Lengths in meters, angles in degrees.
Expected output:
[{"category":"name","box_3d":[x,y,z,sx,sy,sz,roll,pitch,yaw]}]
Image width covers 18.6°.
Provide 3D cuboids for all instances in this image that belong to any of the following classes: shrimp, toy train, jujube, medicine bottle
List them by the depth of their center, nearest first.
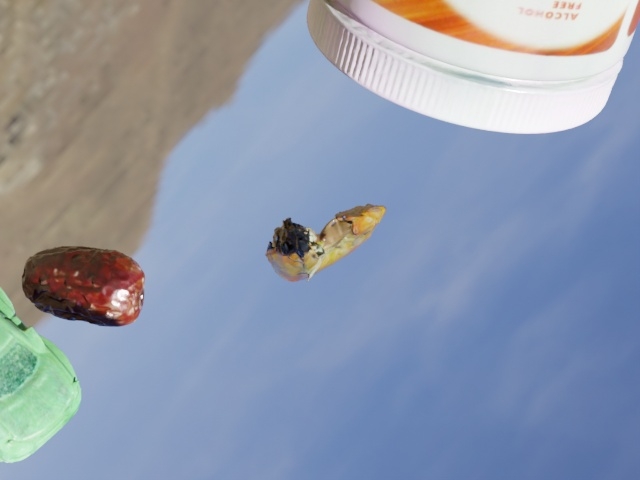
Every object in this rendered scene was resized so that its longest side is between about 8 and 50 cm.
[{"category":"toy train","box_3d":[-0.228,0.072,1.281,0.099,0.149,0.081,-42,166,-29]},{"category":"medicine bottle","box_3d":[0.136,-0.244,1.489,0.252,0.252,0.241,-62,169,-58]},{"category":"jujube","box_3d":[-0.234,0.042,1.929,0.077,0.129,0.077,10,90,-70]},{"category":"shrimp","box_3d":[0.000,0.000,2.254,0.150,0.068,0.249,-36,171,13]}]
